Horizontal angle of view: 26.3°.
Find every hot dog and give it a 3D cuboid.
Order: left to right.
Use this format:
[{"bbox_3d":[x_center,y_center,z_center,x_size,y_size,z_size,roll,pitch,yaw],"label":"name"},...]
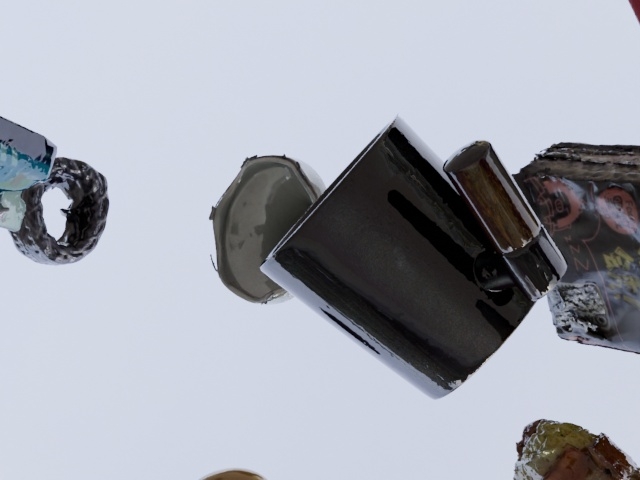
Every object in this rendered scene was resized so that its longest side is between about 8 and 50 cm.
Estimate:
[{"bbox_3d":[0.288,0.258,1.380,0.213,0.146,0.103,39,-116,10],"label":"hot dog"}]

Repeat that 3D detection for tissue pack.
[{"bbox_3d":[0.383,0.020,1.492,0.123,0.245,0.332,-33,-154,-35],"label":"tissue pack"}]

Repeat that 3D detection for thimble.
[{"bbox_3d":[-0.263,-0.029,1.366,0.066,0.095,0.104,-8,-125,55],"label":"thimble"}]

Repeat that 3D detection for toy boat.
[{"bbox_3d":[-0.338,-0.072,1.113,0.134,0.299,0.092,10,-95,23],"label":"toy boat"}]

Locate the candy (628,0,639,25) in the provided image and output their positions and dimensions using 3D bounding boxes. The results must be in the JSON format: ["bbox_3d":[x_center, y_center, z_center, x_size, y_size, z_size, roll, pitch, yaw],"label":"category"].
[{"bbox_3d":[0.335,-0.196,1.092,0.157,0.100,0.305,-29,-123,22],"label":"candy"}]

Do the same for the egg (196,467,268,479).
[{"bbox_3d":[-0.087,0.253,1.289,0.096,0.080,0.080,-43,-142,26],"label":"egg"}]

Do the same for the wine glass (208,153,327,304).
[{"bbox_3d":[0.000,0.000,1.506,0.165,0.196,0.164,-12,-108,43],"label":"wine glass"}]

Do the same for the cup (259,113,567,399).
[{"bbox_3d":[0.074,0.017,1.061,0.166,0.177,0.239,-48,-178,-7],"label":"cup"}]
